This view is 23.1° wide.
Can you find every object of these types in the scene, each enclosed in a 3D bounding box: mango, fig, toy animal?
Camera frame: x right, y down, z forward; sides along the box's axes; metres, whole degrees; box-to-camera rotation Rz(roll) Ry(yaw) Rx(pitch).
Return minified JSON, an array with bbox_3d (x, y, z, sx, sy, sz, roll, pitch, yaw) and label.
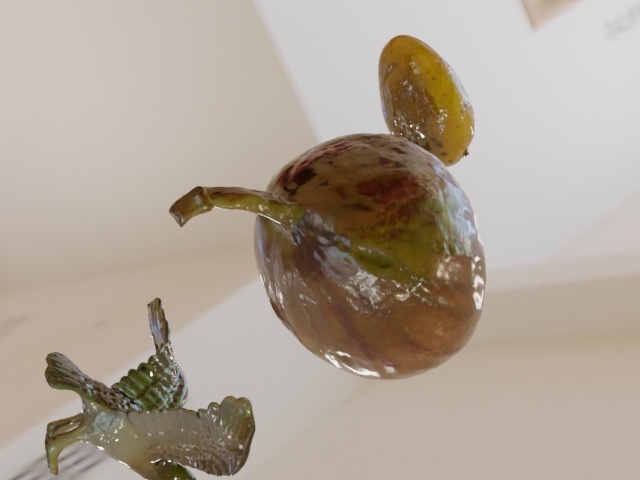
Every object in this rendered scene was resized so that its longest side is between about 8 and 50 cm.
[{"bbox_3d":[0.082,-0.110,1.246,0.057,0.114,0.079,-36,-161,-33],"label":"mango"},{"bbox_3d":[0.022,-0.007,1.005,0.148,0.202,0.149,-16,-144,19],"label":"fig"},{"bbox_3d":[-0.163,0.170,1.375,0.160,0.197,0.272,-1,-157,-13],"label":"toy animal"}]
